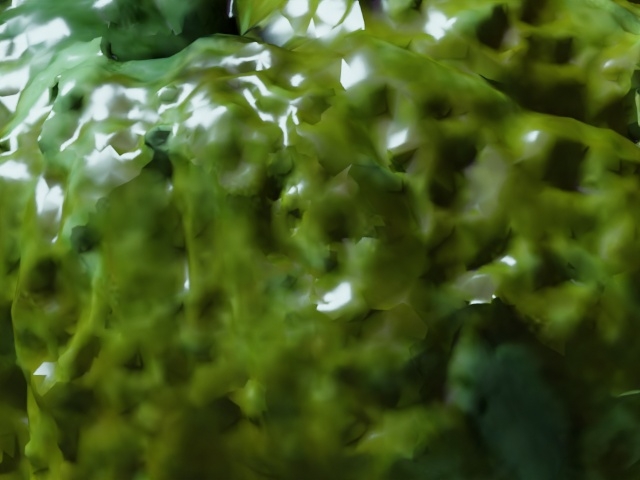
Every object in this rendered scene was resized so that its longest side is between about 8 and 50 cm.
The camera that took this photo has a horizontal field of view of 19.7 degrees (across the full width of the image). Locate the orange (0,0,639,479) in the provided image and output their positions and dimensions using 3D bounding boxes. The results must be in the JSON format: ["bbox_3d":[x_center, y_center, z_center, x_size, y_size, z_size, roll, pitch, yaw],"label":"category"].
[{"bbox_3d":[0.000,0.000,0.565,0.301,0.223,0.300,20,56,43],"label":"orange"}]
